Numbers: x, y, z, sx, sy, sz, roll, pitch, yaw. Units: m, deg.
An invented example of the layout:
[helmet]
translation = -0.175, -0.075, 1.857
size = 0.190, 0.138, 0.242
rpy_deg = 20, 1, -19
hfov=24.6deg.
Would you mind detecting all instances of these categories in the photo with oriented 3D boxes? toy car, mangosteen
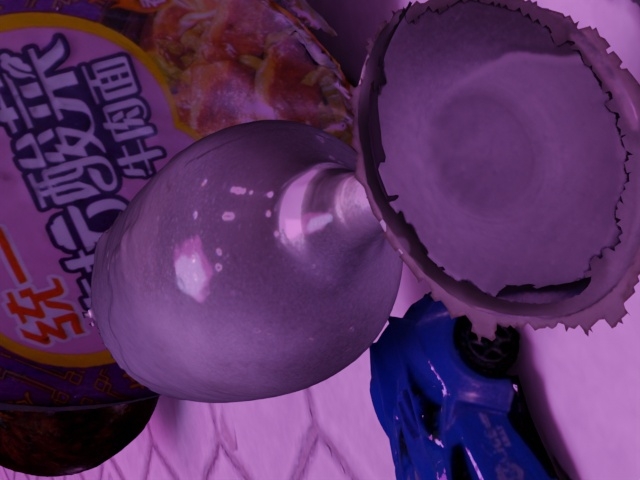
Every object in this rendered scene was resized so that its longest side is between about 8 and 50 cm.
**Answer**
[toy car]
translation = 0.078, 0.128, 0.706
size = 0.103, 0.063, 0.216
rpy_deg = 117, 138, -57
[mangosteen]
translation = -0.248, 0.093, 1.383
size = 0.261, 0.235, 0.236
rpy_deg = -51, -35, -58

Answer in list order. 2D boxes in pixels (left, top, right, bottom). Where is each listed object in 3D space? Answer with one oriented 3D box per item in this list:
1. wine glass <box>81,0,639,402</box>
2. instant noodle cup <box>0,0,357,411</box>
[wine glass]
translation = 0.000, 0.000, 0.657
size = 0.321, 0.143, 0.143
rpy_deg = -22, 79, 57
[instant noodle cup]
translation = -0.152, -0.103, 0.888
size = 0.266, 0.339, 0.340
rpy_deg = -105, 17, -45
